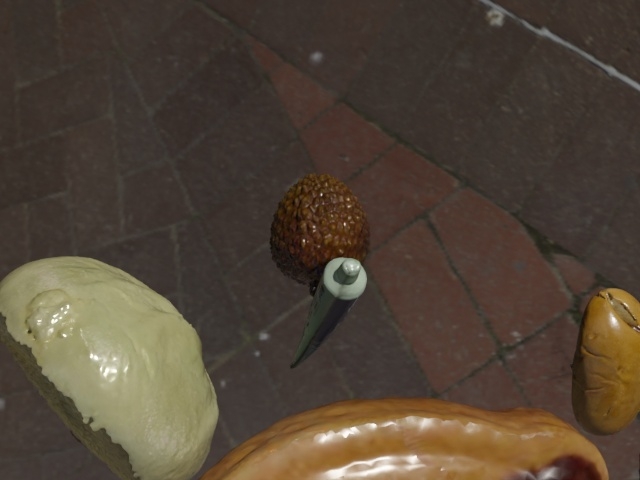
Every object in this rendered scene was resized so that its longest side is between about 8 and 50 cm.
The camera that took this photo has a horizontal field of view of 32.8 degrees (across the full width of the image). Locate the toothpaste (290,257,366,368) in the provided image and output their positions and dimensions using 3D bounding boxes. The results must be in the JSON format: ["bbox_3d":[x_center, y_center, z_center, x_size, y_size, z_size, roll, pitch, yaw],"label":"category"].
[{"bbox_3d":[0.008,0.079,1.230,0.047,0.268,0.069,9,65,-8],"label":"toothpaste"}]

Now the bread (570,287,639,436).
[{"bbox_3d":[0.321,0.138,1.179,0.077,0.114,0.189,30,139,39],"label":"bread"}]

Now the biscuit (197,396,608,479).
[{"bbox_3d":[0.049,0.318,0.667,0.349,0.078,0.456,-19,103,-6],"label":"biscuit"}]

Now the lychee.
[{"bbox_3d":[0.000,0.000,1.930,0.200,0.200,0.238,-6,80,31],"label":"lychee"}]

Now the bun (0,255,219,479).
[{"bbox_3d":[-0.268,0.162,1.443,0.202,0.364,0.364,-41,59,-18],"label":"bun"}]

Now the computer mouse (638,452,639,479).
[{"bbox_3d":[0.328,0.170,0.848,0.087,0.295,0.168,7,78,46],"label":"computer mouse"}]
